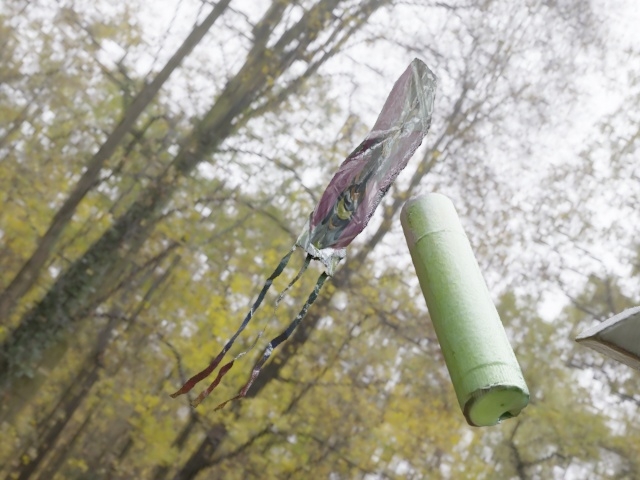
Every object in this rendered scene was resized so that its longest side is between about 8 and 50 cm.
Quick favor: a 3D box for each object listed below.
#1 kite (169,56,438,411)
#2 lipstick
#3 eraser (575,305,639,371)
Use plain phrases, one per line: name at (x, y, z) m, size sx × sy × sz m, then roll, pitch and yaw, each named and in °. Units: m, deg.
kite at (0.003, 0.002, 0.886) m, size 0.022 × 0.360 × 0.204 m, roll 35°, pitch -4°, yaw 15°
lipstick at (0.156, 0.071, 1.136) m, size 0.076 × 0.304 × 0.076 m, roll -7°, pitch -46°, yaw -7°
eraser at (0.510, 0.168, 1.293) m, size 0.352 × 0.077 × 0.111 m, roll 25°, pitch -5°, yaw 4°
